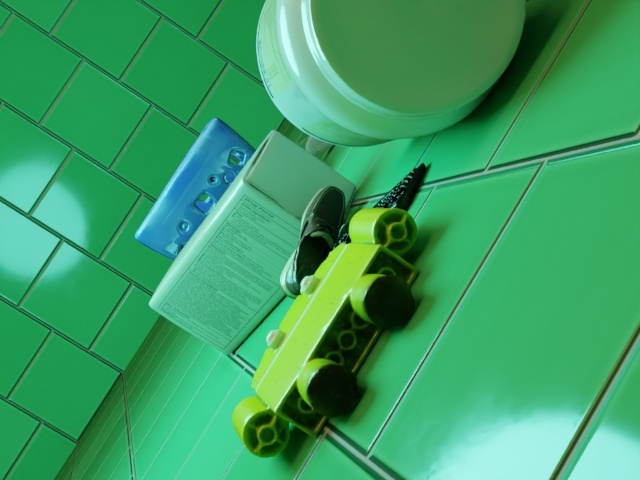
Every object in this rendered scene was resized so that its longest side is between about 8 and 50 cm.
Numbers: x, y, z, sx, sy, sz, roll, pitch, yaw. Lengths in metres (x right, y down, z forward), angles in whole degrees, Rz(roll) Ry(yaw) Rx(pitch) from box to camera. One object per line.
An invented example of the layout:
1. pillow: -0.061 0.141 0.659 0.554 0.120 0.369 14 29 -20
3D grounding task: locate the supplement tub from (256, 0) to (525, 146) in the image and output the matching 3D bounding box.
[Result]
1. supplement tub: 0.062 -0.218 1.042 0.235 0.235 0.325 -57 10 -2

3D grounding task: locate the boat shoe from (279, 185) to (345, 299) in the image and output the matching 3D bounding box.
1. boat shoe: 0.000 0.000 1.208 0.049 0.056 0.152 -26 41 63

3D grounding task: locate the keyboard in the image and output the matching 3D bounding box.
1. keyboard: 0.041 -0.016 1.087 0.192 0.038 0.100 -46 14 52

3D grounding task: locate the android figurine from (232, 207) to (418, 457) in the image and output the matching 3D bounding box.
1. android figurine: 0.003 0.080 0.909 0.248 0.056 0.273 -58 11 -4

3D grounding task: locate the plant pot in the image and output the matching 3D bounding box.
1. plant pot: -0.159 -0.050 1.677 0.236 0.212 0.236 -58 9 -1

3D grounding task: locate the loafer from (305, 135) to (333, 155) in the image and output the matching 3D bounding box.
1. loafer: 0.021 -0.200 1.810 0.125 0.045 0.039 -51 -8 -5

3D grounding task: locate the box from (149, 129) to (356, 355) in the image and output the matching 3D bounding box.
1. box: -0.098 0.011 1.376 0.311 0.148 0.121 -46 13 42
